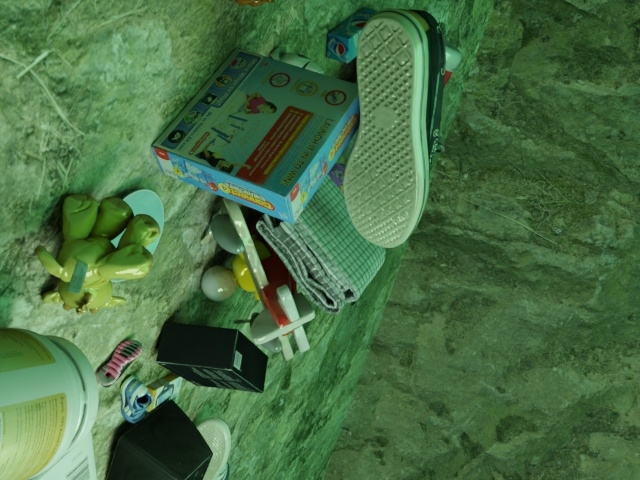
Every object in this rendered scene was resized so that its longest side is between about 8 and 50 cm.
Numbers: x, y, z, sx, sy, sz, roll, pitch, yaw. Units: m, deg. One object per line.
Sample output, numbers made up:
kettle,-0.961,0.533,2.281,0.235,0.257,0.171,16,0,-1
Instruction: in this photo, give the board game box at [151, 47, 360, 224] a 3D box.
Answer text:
board game box,-0.113,-0.215,1.393,0.308,0.301,0.086,-57,157,-28

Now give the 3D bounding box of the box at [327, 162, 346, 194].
box,0.007,-0.090,2.027,0.293,0.057,0.201,-49,165,18

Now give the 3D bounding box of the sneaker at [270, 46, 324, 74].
sneaker,-0.081,-0.266,1.657,0.122,0.146,0.331,-27,136,-63

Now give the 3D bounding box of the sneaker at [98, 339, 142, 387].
sneaker,-0.418,0.258,1.485,0.119,0.047,0.057,-50,169,-35

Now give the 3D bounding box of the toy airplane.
toy airplane,-0.149,0.104,1.674,0.384,0.272,0.386,41,39,-82

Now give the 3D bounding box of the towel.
towel,0.000,0.000,1.592,0.121,0.284,0.235,-38,-176,33

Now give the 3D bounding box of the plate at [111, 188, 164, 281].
plate,-0.366,-0.012,1.357,0.188,0.024,0.188,-52,155,-36

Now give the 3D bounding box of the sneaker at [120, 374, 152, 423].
sneaker,-0.406,0.365,1.584,0.053,0.059,0.144,-51,155,-43

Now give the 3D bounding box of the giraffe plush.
giraffe plush,-0.384,0.049,1.209,0.170,0.181,0.210,-59,-175,49

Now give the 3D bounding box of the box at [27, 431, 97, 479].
box,-0.513,0.433,1.291,0.182,0.119,0.181,-44,149,-48

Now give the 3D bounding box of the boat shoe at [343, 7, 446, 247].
boat shoe,0.153,-0.206,1.383,0.156,0.186,0.500,-39,141,-44

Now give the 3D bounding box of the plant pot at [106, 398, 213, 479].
plant pot,-0.362,0.521,1.658,0.188,0.167,0.187,-34,152,-58

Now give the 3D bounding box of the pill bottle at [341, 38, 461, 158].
pill bottle,0.202,-0.410,2.030,0.408,0.229,0.229,-58,165,24

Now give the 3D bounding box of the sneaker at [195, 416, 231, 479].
sneaker,-0.310,0.617,2.016,0.148,0.131,0.350,-44,156,-62

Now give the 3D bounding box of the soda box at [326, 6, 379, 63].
soda box,0.094,-0.555,1.920,0.210,0.067,0.071,-49,153,-43

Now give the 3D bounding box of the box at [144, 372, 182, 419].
box,-0.376,0.369,1.713,0.136,0.028,0.081,-18,127,-63

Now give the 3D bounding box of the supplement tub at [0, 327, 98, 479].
supplement tub,-0.489,0.242,0.999,0.316,0.228,0.228,7,103,-69

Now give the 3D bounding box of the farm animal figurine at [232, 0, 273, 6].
farm animal figurine,-0.165,-0.556,1.141,0.327,0.172,0.330,-67,156,-43

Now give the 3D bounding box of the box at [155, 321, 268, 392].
box,-0.250,0.283,1.698,0.261,0.184,0.103,64,30,-65
